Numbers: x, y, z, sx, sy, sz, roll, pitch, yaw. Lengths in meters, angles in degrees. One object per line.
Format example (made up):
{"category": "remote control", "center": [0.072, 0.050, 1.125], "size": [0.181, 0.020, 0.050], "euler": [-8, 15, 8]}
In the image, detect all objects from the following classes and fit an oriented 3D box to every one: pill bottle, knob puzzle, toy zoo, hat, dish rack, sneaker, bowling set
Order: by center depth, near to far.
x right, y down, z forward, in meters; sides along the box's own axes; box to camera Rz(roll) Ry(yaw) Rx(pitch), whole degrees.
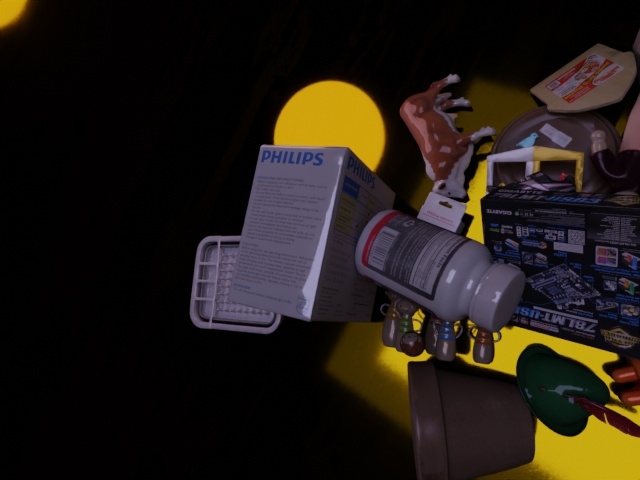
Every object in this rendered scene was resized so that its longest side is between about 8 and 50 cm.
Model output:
{"category": "hat", "center": [0.509, 0.267, 0.804], "size": [0.208, 0.173, 0.183], "euler": [44, 144, 6]}
{"category": "pill bottle", "center": [0.243, 0.062, 0.910], "size": [0.319, 0.176, 0.176], "euler": [27, 94, 39]}
{"category": "sneaker", "center": [0.448, -0.110, 0.924], "size": [0.178, 0.072, 0.077], "euler": [8, 89, 19]}
{"category": "knob puzzle", "center": [0.597, -0.342, 0.959], "size": [0.213, 0.030, 0.213], "euler": [-27, 40, 25]}
{"category": "toy zoo", "center": [0.468, -0.089, 0.963], "size": [0.193, 0.030, 0.293], "euler": [4, 100, 28]}
{"category": "bowling set", "center": [0.253, 0.186, 0.983], "size": [0.287, 0.200, 0.154], "euler": [4, 81, 24]}
{"category": "dish rack", "center": [-0.238, 0.130, 1.315], "size": [0.333, 0.072, 0.285], "euler": [-1, 79, 28]}

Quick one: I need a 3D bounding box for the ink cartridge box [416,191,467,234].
{"category": "ink cartridge box", "center": [0.284, -0.017, 1.075], "size": [0.104, 0.062, 0.181], "euler": [27, 94, 28]}

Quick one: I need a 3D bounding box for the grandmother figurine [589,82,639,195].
{"category": "grandmother figurine", "center": [0.644, -0.165, 0.873], "size": [0.208, 0.104, 0.342], "euler": [21, 86, 12]}

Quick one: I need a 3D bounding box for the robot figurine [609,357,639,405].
{"category": "robot figurine", "center": [0.661, 0.247, 0.792], "size": [0.220, 0.128, 0.158], "euler": [-19, 31, 23]}

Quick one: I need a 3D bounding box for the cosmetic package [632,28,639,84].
{"category": "cosmetic package", "center": [0.777, -0.401, 0.857], "size": [0.238, 0.127, 0.107], "euler": [-6, 77, 25]}

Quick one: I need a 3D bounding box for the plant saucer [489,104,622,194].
{"category": "plant saucer", "center": [0.531, -0.188, 0.994], "size": [0.278, 0.041, 0.277], "euler": [-6, 77, 27]}

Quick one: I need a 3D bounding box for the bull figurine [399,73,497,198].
{"category": "bull figurine", "center": [0.317, -0.260, 1.085], "size": [0.189, 0.101, 0.310], "euler": [-29, 71, 16]}

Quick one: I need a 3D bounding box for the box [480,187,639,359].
{"category": "box", "center": [0.467, 0.053, 0.833], "size": [0.296, 0.073, 0.293], "euler": [11, 122, 48]}

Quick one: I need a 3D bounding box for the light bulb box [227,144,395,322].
{"category": "light bulb box", "center": [0.000, 0.000, 1.052], "size": [0.225, 0.358, 0.360], "euler": [9, 84, 27]}

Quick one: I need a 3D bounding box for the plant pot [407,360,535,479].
{"category": "plant pot", "center": [0.306, 0.382, 0.902], "size": [0.230, 0.263, 0.262], "euler": [-4, 78, 10]}
